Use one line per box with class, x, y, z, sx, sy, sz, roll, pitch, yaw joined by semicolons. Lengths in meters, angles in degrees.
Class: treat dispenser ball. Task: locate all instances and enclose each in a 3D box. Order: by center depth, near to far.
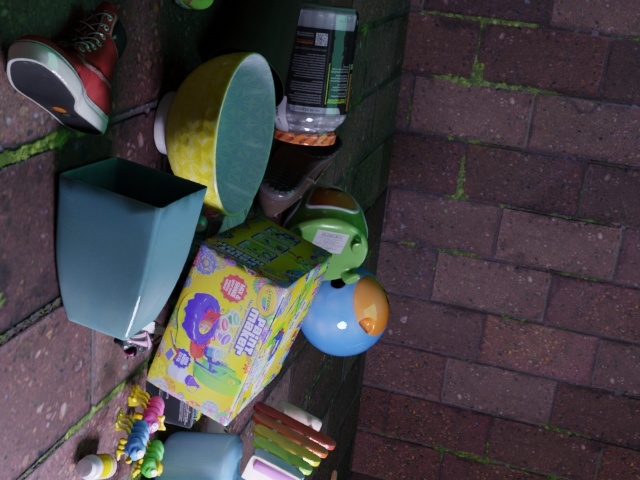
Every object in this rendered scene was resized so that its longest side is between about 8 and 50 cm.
treat dispenser ball;0.070;0.212;2.637;0.288;0.288;0.288;11;90;-76

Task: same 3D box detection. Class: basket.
basket;-0.121;-0.408;1.700;0.204;0.154;0.227;76;25;-64

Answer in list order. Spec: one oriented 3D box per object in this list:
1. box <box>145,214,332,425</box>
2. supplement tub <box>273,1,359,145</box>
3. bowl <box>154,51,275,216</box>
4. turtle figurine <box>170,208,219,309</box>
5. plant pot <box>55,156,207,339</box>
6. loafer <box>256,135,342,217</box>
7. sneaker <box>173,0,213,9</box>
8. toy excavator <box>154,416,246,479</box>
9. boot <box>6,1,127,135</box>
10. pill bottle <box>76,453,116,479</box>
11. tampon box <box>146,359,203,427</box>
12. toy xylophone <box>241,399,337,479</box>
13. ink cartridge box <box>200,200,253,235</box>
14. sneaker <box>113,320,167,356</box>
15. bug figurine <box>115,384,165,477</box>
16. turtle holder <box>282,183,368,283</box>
box;-0.143;0.138;1.598;0.290;0.177;0.279;-65;170;17
supplement tub;-0.022;-0.391;2.001;0.193;0.193;0.316;-39;138;-69
bowl;-0.201;-0.196;1.519;0.289;0.155;0.290;11;90;-76
turtle figurine;-0.249;0.015;1.601;0.175;0.118;0.234;-64;165;-47
plant pot;-0.301;0.017;1.306;0.165;0.165;0.234;-40;147;-68
loafer;-0.068;-0.184;2.173;0.366;0.133;0.130;-47;170;-48
sneaker;-0.206;-0.450;1.432;0.208;0.094;0.082;59;43;-72
toy excavator;-0.231;0.456;1.860;0.433;0.222;0.446;26;67;-77
boot;-0.326;-0.260;1.133;0.244;0.088;0.176;71;32;-79
pill bottle;-0.386;0.389;1.470;0.083;0.043;0.043;46;56;-74
tampon box;-0.270;0.284;1.727;0.161;0.101;0.121;-39;139;-69
toy xylophone;-0.054;0.466;1.844;0.081;0.236;0.323;-63;-174;13
ink cartridge box;-0.206;-0.053;1.807;0.104;0.060;0.180;83;22;-52
sneaker;-0.325;0.173;1.537;0.077;0.072;0.178;-59;158;-9
bug figurine;-0.323;0.399;1.568;0.216;0.072;0.279;-89;-177;-59
turtle holder;0.017;-0.006;2.368;0.320;0.243;0.228;68;17;-50
